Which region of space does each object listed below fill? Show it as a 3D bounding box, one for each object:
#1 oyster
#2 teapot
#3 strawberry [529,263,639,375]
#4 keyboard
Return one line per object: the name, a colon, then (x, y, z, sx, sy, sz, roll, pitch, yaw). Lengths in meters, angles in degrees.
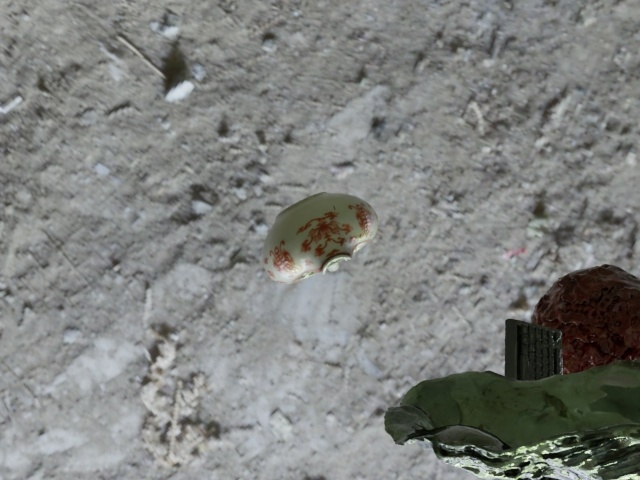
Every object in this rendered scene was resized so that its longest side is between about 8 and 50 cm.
oyster: (0.173, 0.130, 0.723, 0.252, 0.199, 0.087, -4, 99, 1)
teapot: (0.000, 0.000, 1.320, 0.159, 0.116, 0.245, -41, 171, 4)
strawberry: (0.381, 0.182, 1.337, 0.220, 0.274, 0.274, -36, 127, -34)
keyboard: (0.207, 0.174, 0.972, 0.074, 0.015, 0.196, 18, 66, -31)
